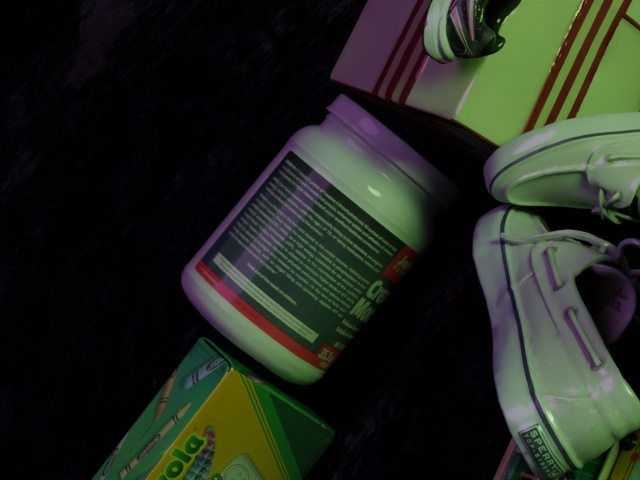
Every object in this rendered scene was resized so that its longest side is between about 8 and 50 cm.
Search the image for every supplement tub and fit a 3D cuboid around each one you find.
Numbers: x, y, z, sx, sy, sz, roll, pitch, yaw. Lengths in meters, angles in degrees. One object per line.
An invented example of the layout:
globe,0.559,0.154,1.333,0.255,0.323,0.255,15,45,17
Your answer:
supplement tub,0.000,0.000,1.640,0.272,0.191,0.191,-50,36,3

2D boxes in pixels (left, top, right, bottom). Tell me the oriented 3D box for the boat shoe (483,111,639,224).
boat shoe,0.286,-0.058,1.413,0.268,0.096,0.088,-7,58,7

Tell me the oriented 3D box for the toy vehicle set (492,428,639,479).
toy vehicle set,0.200,0.269,1.321,0.166,0.035,0.266,7,65,51

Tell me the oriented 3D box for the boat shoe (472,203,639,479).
boat shoe,0.232,0.055,1.360,0.156,0.135,0.367,-26,23,15

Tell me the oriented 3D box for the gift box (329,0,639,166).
gift box,0.214,-0.204,1.544,0.276,0.255,0.258,25,89,48

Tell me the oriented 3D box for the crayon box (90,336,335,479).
crayon box,-0.136,0.259,1.590,0.278,0.165,0.081,-53,35,0

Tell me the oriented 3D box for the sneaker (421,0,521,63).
sneaker,0.155,-0.244,1.394,0.077,0.072,0.178,9,86,35
